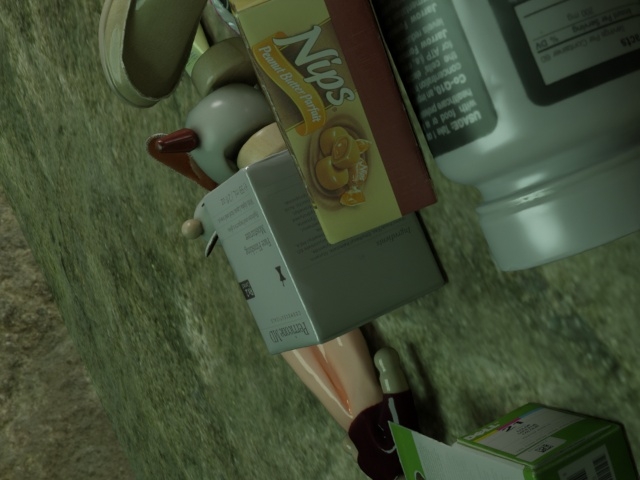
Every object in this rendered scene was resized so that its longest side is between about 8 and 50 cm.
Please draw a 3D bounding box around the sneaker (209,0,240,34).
[{"bbox_3d":[-0.020,-0.214,1.017,0.178,0.072,0.077,33,147,-19],"label":"sneaker"}]

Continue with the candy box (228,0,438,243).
[{"bbox_3d":[-0.014,-0.161,0.811,0.316,0.087,0.183,-108,-4,-56],"label":"candy box"}]

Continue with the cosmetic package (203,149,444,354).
[{"bbox_3d":[0.000,0.000,1.095,0.184,0.151,0.151,67,157,1],"label":"cosmetic package"}]

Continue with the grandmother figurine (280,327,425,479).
[{"bbox_3d":[0.056,0.202,1.224,0.342,0.104,0.208,57,162,28],"label":"grandmother figurine"}]

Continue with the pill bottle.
[{"bbox_3d":[0.127,-0.134,0.711,0.161,0.161,0.283,-19,93,66],"label":"pill bottle"}]

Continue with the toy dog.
[{"bbox_3d":[-0.130,-0.074,1.288,0.220,0.161,0.334,48,149,37],"label":"toy dog"}]

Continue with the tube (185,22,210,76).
[{"bbox_3d":[-0.197,-0.313,1.357,0.240,0.062,0.070,64,-161,-3],"label":"tube"}]

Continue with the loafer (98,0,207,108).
[{"bbox_3d":[-0.167,-0.273,1.180,0.092,0.102,0.269,25,105,48],"label":"loafer"}]

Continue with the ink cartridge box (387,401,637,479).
[{"bbox_3d":[0.183,0.250,1.006,0.255,0.097,0.189,3,114,65],"label":"ink cartridge box"}]
